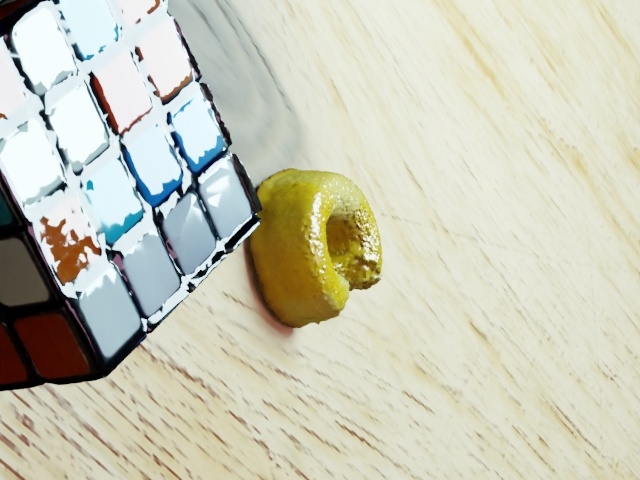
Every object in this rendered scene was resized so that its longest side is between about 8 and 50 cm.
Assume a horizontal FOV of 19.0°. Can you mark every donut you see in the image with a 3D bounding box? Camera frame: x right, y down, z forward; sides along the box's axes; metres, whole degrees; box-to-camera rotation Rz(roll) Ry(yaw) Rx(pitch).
[{"bbox_3d":[0.000,0.000,1.183,0.108,0.043,0.097,-46,119,-54],"label":"donut"}]

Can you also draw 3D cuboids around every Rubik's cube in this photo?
[{"bbox_3d":[-0.145,-0.030,0.892,0.154,0.151,0.155,-46,117,-48],"label":"Rubik's cube"}]
